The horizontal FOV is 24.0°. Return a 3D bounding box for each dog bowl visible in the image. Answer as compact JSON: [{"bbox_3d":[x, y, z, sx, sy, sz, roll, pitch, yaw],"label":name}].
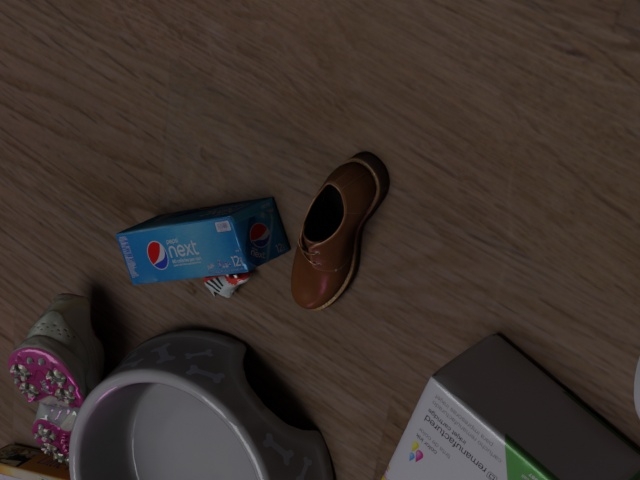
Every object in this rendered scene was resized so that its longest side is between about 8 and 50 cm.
[{"bbox_3d":[-0.156,0.286,1.808,0.349,0.102,0.348,9,108,30],"label":"dog bowl"}]

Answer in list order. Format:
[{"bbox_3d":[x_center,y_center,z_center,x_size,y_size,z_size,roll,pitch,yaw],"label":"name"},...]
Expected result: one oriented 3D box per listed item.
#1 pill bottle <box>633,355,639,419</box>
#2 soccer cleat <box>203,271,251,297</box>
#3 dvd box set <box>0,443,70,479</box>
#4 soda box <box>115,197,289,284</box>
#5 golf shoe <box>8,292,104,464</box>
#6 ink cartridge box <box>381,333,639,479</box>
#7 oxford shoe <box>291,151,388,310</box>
[{"bbox_3d":[0.383,0.132,1.236,0.229,0.131,0.131,13,119,40],"label":"pill bottle"},{"bbox_3d":[-0.104,0.049,1.742,0.083,0.029,0.035,-5,116,48],"label":"soccer cleat"},{"bbox_3d":[-0.292,0.458,2.107,0.420,0.062,0.307,3,112,43],"label":"dvd box set"},{"bbox_3d":[-0.137,0.002,1.715,0.210,0.071,0.067,-6,105,46],"label":"soda box"},{"bbox_3d":[-0.317,0.190,1.972,0.115,0.140,0.306,11,144,9],"label":"golf shoe"},{"bbox_3d":[0.172,0.267,1.519,0.201,0.117,0.278,40,134,22],"label":"ink cartridge box"},{"bbox_3d":[0.000,0.000,1.581,0.076,0.076,0.212,39,134,21],"label":"oxford shoe"}]
